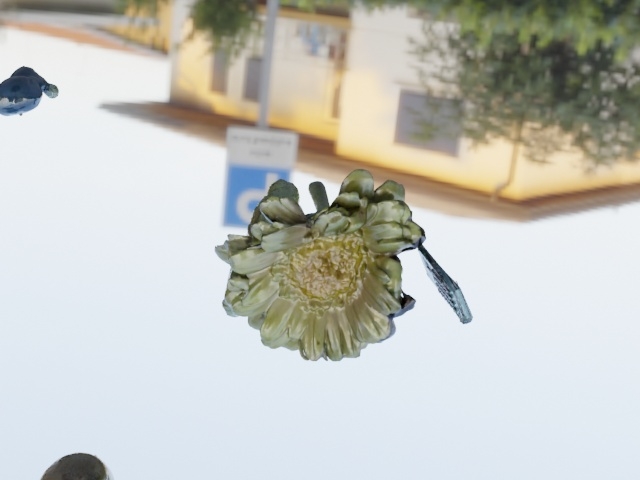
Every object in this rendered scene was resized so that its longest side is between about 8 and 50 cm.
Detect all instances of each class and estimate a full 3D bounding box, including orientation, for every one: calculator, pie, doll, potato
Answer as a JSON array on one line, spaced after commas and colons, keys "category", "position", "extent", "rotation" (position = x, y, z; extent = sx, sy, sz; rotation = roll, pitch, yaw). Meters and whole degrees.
[{"category": "calculator", "position": [0.161, 0.056, 1.444], "extent": [0.018, 0.057, 0.172], "rotation": [-22, -158, -3]}, {"category": "pie", "position": [-0.119, 0.014, 2.067], "extent": [0.078, 0.277, 0.277], "rotation": [28, -165, -4]}, {"category": "doll", "position": [-0.369, -0.178, 1.350], "extent": [0.076, 0.050, 0.083], "rotation": [-15, -155, 12]}, {"category": "potato", "position": [-0.462, 0.501, 2.052], "extent": [0.165, 0.262, 0.165], "rotation": [25, -152, -14]}]

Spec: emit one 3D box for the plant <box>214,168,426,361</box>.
[{"category": "plant", "position": [0.017, 0.041, 1.598], "extent": [0.306, 0.261, 0.297], "rotation": [-27, 180, 12]}]
